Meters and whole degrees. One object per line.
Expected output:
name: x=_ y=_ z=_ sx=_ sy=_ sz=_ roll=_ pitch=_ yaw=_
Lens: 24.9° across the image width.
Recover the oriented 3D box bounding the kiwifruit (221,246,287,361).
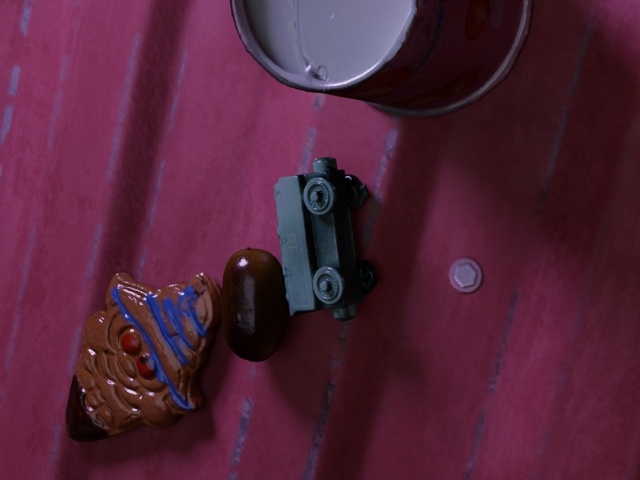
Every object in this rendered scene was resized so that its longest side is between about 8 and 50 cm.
kiwifruit: x=-0.071 y=0.068 z=1.558 sx=0.075 sy=0.075 sz=0.124 roll=1 pitch=99 yaw=27

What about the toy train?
toy train: x=0.000 y=0.000 z=1.518 sx=0.099 sy=0.070 sz=0.172 roll=-6 pitch=92 yaw=38

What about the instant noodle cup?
instant noodle cup: x=0.053 y=-0.237 z=1.371 sx=0.243 sy=0.231 sz=0.243 roll=3 pitch=96 yaw=26

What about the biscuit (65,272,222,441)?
biscuit: x=-0.211 y=0.138 z=1.662 sx=0.280 sy=0.043 sz=0.183 roll=-43 pitch=73 yaw=21
